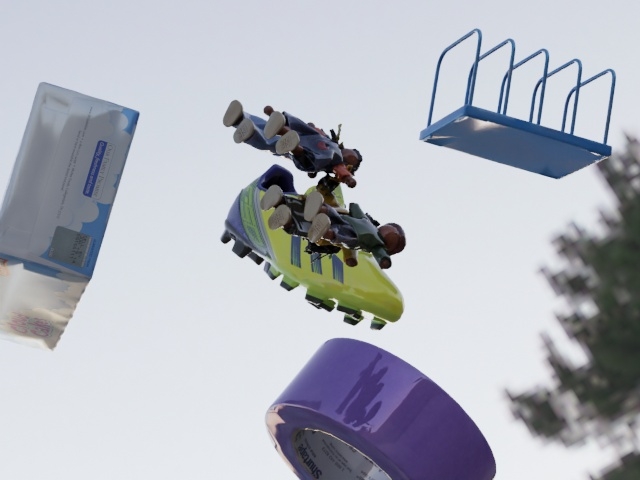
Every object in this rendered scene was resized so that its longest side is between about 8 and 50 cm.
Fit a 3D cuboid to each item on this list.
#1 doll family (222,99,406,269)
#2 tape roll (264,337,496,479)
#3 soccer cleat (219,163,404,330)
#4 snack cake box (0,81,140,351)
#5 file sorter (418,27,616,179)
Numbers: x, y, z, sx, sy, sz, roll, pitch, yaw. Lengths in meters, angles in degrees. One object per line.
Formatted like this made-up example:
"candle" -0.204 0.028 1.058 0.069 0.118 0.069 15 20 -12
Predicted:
"doll family" 0.000 -0.044 1.515 0.111 0.193 0.076 13 -43 -44
"tape roll" 0.050 0.175 1.668 0.080 0.189 0.189 -50 -16 -24
"soccer cleat" -0.001 -0.001 1.995 0.093 0.289 0.121 33 -90 -38
"snack cake box" -0.232 -0.012 1.676 0.089 0.152 0.264 16 -19 -9
"file sorter" 0.210 -0.144 2.078 0.170 0.104 0.118 14 -16 -18
